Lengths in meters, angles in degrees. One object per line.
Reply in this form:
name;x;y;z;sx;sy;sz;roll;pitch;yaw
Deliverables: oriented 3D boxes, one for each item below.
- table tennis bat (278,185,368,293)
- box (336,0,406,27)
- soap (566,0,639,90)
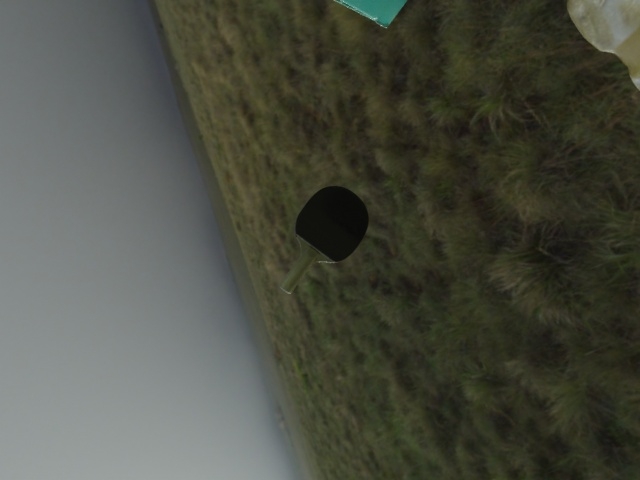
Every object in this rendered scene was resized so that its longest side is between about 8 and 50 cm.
table tennis bat;0.000;0.000;0.630;0.087;0.156;0.013;39;167;-7
box;-0.010;-0.439;0.641;0.118;0.205;0.311;-49;50;36
soap;0.303;-0.178;0.224;0.199;0.091;0.315;42;147;0
